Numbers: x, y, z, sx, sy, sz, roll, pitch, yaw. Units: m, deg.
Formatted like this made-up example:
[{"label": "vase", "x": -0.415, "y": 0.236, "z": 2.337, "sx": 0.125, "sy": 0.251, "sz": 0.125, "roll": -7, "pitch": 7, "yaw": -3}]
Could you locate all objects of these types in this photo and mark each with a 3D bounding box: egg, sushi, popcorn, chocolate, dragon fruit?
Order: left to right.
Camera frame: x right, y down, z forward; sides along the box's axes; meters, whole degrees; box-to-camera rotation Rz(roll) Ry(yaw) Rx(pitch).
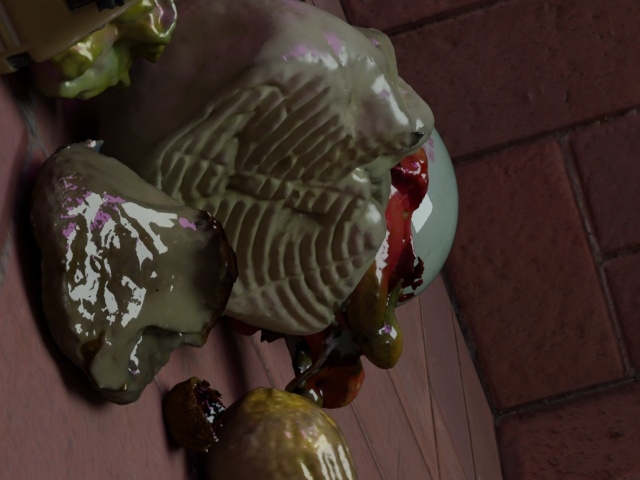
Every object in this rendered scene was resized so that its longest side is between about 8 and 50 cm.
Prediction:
[{"label": "popcorn", "x": -0.177, "y": -0.167, "z": 1.289, "sx": 0.126, "sy": 0.126, "sz": 0.145, "roll": 50, "pitch": 15, "yaw": 28}, {"label": "sushi", "x": -0.098, "y": 0.137, "z": 1.410, "sx": 0.099, "sy": 0.047, "sz": 0.050, "roll": -96, "pitch": 163, "yaw": -62}, {"label": "chocolate", "x": -0.008, "y": 0.270, "z": 1.456, "sx": 0.134, "sy": 0.134, "sz": 0.309, "roll": -14, "pitch": 86, "yaw": -81}, {"label": "dragon fruit", "x": 0.002, "y": -0.006, "z": 1.697, "sx": 0.243, "sy": 0.227, "sz": 0.307, "roll": -69, "pitch": 148, "yaw": -72}, {"label": "egg", "x": 0.034, "y": -0.067, "z": 1.986, "sx": 0.371, "sy": 0.230, "sz": 0.230, "roll": -105, "pitch": 173, "yaw": -53}]

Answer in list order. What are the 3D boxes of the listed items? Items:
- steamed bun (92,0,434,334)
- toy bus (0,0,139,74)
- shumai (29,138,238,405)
[{"label": "steamed bun", "x": -0.058, "y": -0.083, "z": 1.441, "sx": 0.206, "sy": 0.275, "sz": 0.320, "roll": -114, "pitch": -145, "yaw": -42}, {"label": "toy bus", "x": -0.206, "y": -0.295, "z": 1.061, "sx": 0.177, "sy": 0.202, "sz": 0.365, "roll": -94, "pitch": 165, "yaw": -58}, {"label": "shumai", "x": -0.124, "y": 0.019, "z": 1.249, "sx": 0.201, "sy": 0.120, "sz": 0.201, "roll": -14, "pitch": 90, "yaw": -82}]
